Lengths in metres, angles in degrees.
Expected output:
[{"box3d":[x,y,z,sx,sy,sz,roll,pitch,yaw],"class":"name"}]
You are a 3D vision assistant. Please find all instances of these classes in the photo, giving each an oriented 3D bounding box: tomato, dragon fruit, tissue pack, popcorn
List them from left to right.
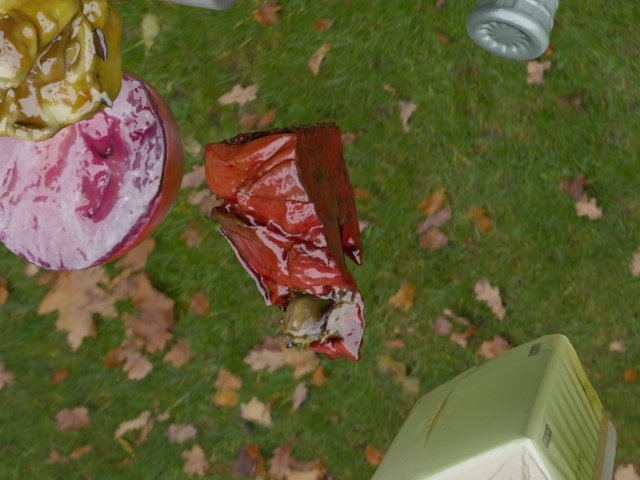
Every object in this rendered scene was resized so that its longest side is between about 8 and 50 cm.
[{"box3d":[-0.300,-0.200,1.019,0.191,0.253,0.190,-7,111,0],"class":"popcorn"},{"box3d":[-0.335,-0.114,1.407,0.334,0.176,0.290,22,95,13],"class":"tomato"},{"box3d":[-0.019,0.005,0.776,0.092,0.122,0.192,-13,110,19],"class":"dragon fruit"},{"box3d":[0.138,0.184,0.818,0.159,0.234,0.125,-29,92,23],"class":"tissue pack"}]

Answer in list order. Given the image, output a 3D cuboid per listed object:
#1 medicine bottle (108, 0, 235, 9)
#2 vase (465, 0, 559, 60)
[{"box3d":[-0.295,-0.436,1.396,0.384,0.224,0.224,14,114,13],"class":"medicine bottle"},{"box3d":[0.293,-0.395,1.375,0.143,0.143,0.299,22,75,0],"class":"vase"}]
